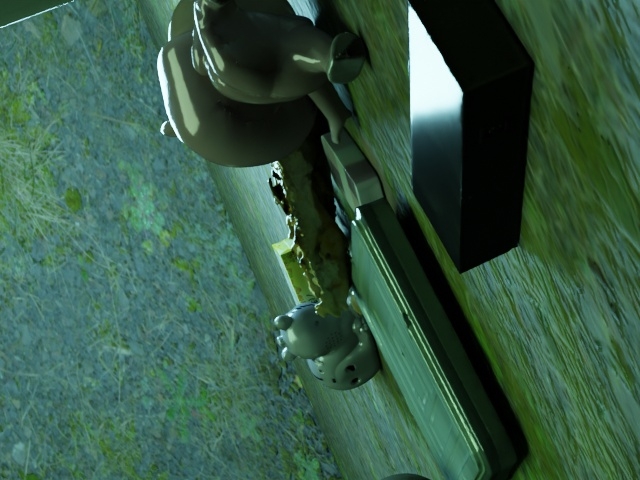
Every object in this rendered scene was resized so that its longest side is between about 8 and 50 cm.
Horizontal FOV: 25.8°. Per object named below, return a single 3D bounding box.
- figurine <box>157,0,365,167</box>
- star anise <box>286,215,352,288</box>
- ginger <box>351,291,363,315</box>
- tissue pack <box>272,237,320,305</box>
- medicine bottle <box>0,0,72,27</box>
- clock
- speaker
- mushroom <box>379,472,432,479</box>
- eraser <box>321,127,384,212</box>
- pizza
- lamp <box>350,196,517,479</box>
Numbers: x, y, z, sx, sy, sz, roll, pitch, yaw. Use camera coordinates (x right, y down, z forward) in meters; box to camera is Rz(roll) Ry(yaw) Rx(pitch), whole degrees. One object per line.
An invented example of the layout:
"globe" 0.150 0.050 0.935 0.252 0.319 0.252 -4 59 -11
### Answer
"figurine" -0.056 -0.173 1.265 0.287 0.176 0.186 133 131 -76
"star anise" 0.000 0.000 1.630 0.168 0.057 0.168 -18 -90 -81
"ginger" 0.055 0.059 1.583 0.048 0.030 0.097 15 137 45
"tissue pack" -0.003 0.080 1.942 0.095 0.062 0.176 -138 25 -78
"medicine bottle" -0.189 -0.287 1.084 0.124 0.324 0.179 99 149 -77
"clock" 0.006 0.136 1.828 0.176 0.117 0.080 73 171 -46
"speaker" 0.089 -0.068 0.866 0.218 0.044 0.082 80 165 -61
"mushroom" 0.092 0.299 1.414 0.141 0.117 0.188 34 172 19
"eraser" 0.034 -0.061 1.368 0.105 0.026 0.065 -121 13 -51
"pizza" -0.020 -0.063 1.476 0.189 0.071 0.297 80 178 -58
"lamp" 0.102 0.113 1.324 0.266 0.047 0.269 86 158 -71
